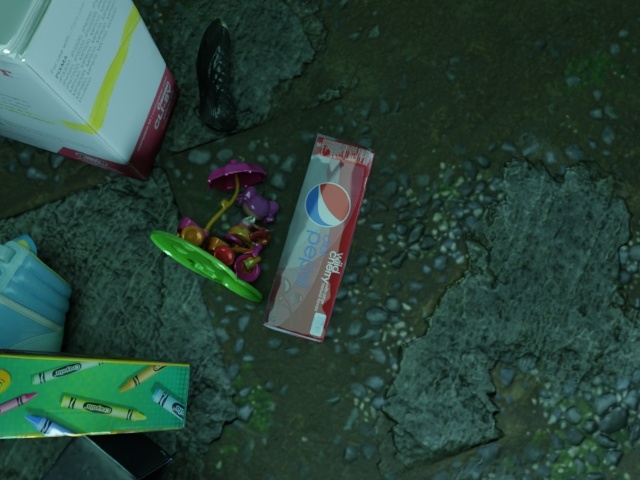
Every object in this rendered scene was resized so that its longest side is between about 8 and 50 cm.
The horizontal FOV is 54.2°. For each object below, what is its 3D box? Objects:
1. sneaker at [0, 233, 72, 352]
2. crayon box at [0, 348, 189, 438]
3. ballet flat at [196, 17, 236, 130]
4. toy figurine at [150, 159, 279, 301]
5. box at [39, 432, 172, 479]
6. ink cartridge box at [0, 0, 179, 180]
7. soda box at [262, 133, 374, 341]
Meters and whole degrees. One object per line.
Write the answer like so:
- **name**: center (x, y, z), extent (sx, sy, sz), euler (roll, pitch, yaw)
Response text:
- **sneaker**: center (-0.471, 0.072, 0.781), extent (0.319, 0.127, 0.208), euler (20, 73, -30)
- **crayon box**: center (-0.308, 0.166, 0.697), extent (0.165, 0.278, 0.081), euler (-4, 77, 39)
- **ballet flat**: center (-0.150, -0.241, 0.915), extent (0.057, 0.049, 0.173), euler (-11, 75, 44)
- **toy figurine**: center (-0.114, -0.027, 0.847), extent (0.173, 0.130, 0.159), euler (34, 71, -16)
- **box**: center (-0.279, 0.311, 0.753), extent (0.093, 0.156, 0.158), euler (36, 82, 7)
- **ink cartridge box**: center (-0.356, -0.231, 0.734), extent (0.279, 0.385, 0.161), euler (19, 80, 3)
- **soda box**: center (0.000, 0.000, 0.839), extent (0.083, 0.092, 0.263), euler (16, 81, 4)
